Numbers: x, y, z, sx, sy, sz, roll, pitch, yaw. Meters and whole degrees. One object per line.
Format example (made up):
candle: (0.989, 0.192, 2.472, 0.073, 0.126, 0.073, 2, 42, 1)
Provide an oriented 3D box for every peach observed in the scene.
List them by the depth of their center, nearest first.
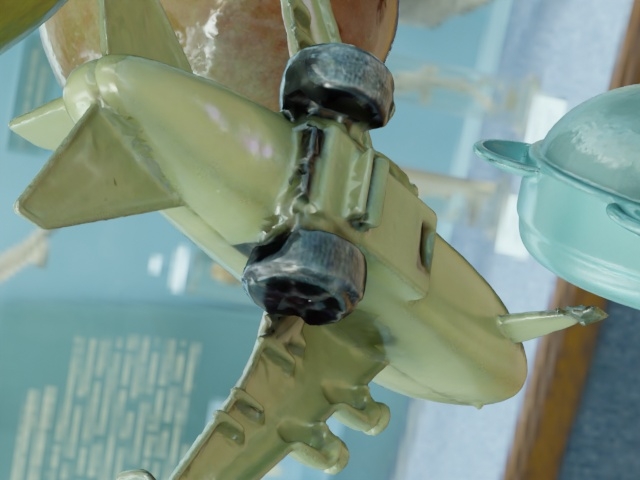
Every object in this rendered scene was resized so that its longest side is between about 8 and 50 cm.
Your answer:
peach: (-0.067, -0.174, 1.150, 0.252, 0.252, 0.252, -171, 90, -74)

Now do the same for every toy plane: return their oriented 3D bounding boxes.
toy plane: (0.000, 0.000, 0.603, 0.104, 0.256, 0.241, -24, 47, 42)

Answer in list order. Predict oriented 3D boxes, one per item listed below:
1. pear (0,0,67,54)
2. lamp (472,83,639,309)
pear: (-0.166, -0.150, 0.572, 0.269, 0.212, 0.212, -40, 33, 20)
lamp: (0.241, -0.011, 0.995, 0.209, 0.284, 0.147, 36, 99, 53)
